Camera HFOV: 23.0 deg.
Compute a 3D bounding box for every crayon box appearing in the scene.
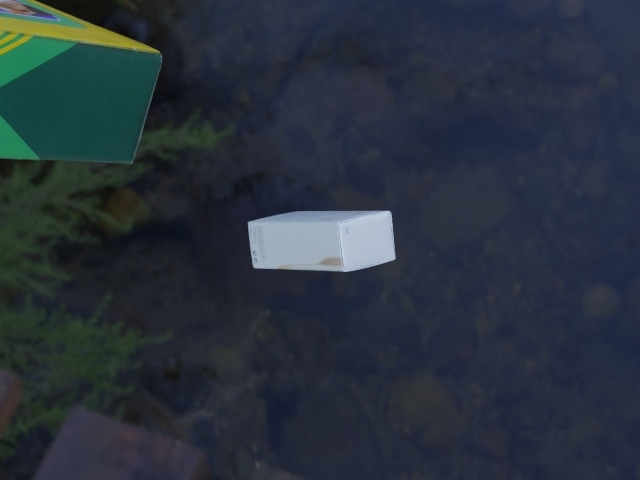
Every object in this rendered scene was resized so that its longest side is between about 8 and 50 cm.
[{"bbox_3d":[-0.361,-0.165,1.220,0.363,0.313,0.106,23,103,26],"label":"crayon box"}]

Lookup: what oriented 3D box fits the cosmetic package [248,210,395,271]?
[{"bbox_3d":[0.000,0.000,1.272,0.060,0.041,0.115,-12,9,-39],"label":"cosmetic package"}]
